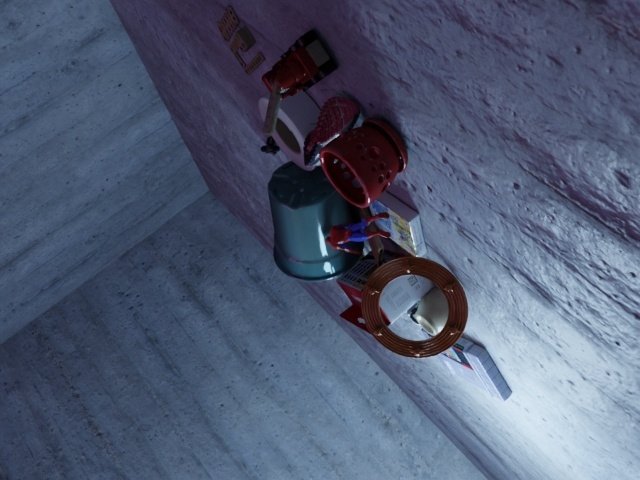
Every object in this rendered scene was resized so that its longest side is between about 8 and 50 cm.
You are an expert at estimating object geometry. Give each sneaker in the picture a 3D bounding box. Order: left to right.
[{"bbox_3d":[0.044,-0.307,1.674,0.299,0.112,0.121,137,131,-62],"label":"sneaker"},{"bbox_3d":[0.350,0.248,2.174,0.132,0.086,0.229,36,-164,-42],"label":"sneaker"}]

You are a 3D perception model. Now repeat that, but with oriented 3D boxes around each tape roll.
[{"bbox_3d":[-0.075,-0.366,1.903,0.286,0.100,0.286,48,166,16],"label":"tape roll"}]

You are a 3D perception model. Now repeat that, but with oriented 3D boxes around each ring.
[{"bbox_3d":[0.288,0.215,1.837,0.336,0.336,0.032,51,-156,1],"label":"ring"}]

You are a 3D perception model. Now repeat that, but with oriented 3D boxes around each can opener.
[{"bbox_3d":[-0.205,-0.378,2.417,0.059,0.073,0.186,14,178,-15],"label":"can opener"}]

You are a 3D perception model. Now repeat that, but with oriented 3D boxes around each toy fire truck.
[{"bbox_3d":[-0.094,-0.403,1.553,0.158,0.246,0.217,55,166,-13],"label":"toy fire truck"}]

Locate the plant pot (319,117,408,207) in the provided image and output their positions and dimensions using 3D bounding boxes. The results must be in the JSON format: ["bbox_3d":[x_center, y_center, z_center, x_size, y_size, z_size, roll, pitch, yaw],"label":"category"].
[{"bbox_3d":[0.120,-0.207,1.523,0.191,0.174,0.191,48,166,16],"label":"plant pot"}]

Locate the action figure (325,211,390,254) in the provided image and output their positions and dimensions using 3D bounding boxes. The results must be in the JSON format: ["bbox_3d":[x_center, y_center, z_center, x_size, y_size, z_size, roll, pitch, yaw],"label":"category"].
[{"bbox_3d":[0.134,-0.018,1.870,0.280,0.139,0.091,-14,73,49],"label":"action figure"}]

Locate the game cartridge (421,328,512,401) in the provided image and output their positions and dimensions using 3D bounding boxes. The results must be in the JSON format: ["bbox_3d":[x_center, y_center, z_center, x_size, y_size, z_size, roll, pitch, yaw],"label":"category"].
[{"bbox_3d":[0.521,0.437,2.156,0.230,0.068,0.355,52,167,-19],"label":"game cartridge"}]

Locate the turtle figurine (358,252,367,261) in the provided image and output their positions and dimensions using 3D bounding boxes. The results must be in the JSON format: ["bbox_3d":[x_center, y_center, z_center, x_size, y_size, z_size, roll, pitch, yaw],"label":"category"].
[{"bbox_3d":[0.112,0.038,2.291,0.269,0.087,0.217,14,-166,-26],"label":"turtle figurine"}]

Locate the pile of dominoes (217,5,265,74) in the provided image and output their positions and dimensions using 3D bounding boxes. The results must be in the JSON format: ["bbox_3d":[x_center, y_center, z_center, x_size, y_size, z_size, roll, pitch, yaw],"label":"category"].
[{"bbox_3d":[-0.279,-0.650,1.954,0.196,0.040,0.251,54,166,-13],"label":"pile of dominoes"}]

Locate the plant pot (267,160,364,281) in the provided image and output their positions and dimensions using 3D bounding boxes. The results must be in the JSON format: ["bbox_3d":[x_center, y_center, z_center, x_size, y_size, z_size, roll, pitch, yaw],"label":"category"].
[{"bbox_3d":[-0.029,-0.088,2.067,0.341,0.341,0.334,41,155,36],"label":"plant pot"}]

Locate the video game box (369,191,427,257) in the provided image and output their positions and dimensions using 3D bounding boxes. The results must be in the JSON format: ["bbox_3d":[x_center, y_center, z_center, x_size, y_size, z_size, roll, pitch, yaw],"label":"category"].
[{"bbox_3d":[0.232,-0.060,1.818,0.205,0.048,0.187,40,165,39],"label":"video game box"}]

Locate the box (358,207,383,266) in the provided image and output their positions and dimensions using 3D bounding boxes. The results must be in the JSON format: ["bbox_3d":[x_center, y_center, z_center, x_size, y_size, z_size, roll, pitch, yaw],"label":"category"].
[{"bbox_3d":[0.170,-0.027,1.992,0.164,0.021,0.201,78,172,-65],"label":"box"}]

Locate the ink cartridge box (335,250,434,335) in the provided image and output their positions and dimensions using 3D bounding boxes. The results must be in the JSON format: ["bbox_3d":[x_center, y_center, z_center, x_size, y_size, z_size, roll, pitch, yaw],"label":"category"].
[{"bbox_3d":[0.194,0.171,2.062,0.130,0.272,0.309,55,165,-18],"label":"ink cartridge box"}]

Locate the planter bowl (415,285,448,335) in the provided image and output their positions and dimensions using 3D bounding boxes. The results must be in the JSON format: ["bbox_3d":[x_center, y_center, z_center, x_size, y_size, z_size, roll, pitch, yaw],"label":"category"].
[{"bbox_3d":[0.389,0.251,1.984,0.162,0.109,0.162,47,166,15],"label":"planter bowl"}]
